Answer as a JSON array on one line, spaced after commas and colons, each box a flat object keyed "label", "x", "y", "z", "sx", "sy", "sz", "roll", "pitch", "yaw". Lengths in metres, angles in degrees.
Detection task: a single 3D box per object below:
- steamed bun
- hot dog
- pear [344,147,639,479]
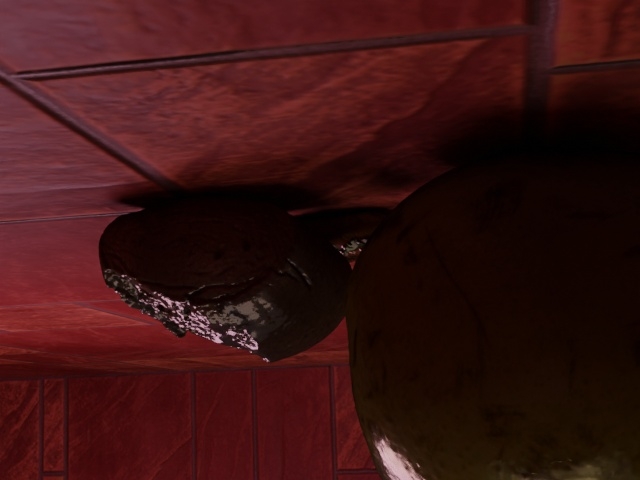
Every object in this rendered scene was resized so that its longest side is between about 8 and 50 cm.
[{"label": "steamed bun", "x": -0.075, "y": 0.030, "z": 0.836, "sx": 0.175, "sy": 0.106, "sz": 0.145, "roll": 2, "pitch": 162, "yaw": 26}, {"label": "hot dog", "x": 0.000, "y": 0.002, "z": 0.919, "sx": 0.144, "sy": 0.038, "sz": 0.062, "roll": -7, "pitch": 169, "yaw": 29}, {"label": "pear", "x": 0.149, "y": 0.069, "z": 0.703, "sx": 0.283, "sy": 0.283, "sz": 0.283, "roll": -2, "pitch": 170, "yaw": 0}]
